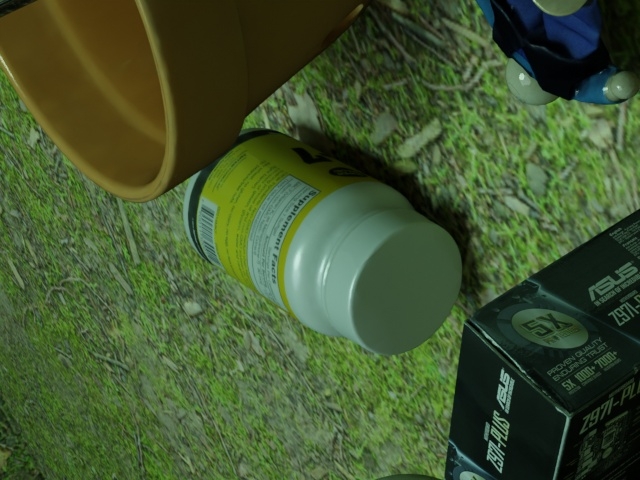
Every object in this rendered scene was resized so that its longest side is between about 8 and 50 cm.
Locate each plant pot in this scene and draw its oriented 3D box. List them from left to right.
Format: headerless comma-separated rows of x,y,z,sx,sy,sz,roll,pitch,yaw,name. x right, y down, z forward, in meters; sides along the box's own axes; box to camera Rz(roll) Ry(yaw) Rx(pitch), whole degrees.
-0.095,-0.197,1.000,0.291,0.203,0.291,45,152,31,plant pot

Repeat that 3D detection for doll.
0.114,-0.118,0.819,0.129,0.046,0.189,42,176,16,doll

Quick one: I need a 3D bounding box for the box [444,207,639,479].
0.161,0.068,0.830,0.077,0.180,0.147,44,152,31,box

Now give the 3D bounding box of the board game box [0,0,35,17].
-0.043,-0.251,0.628,0.141,0.291,0.232,57,157,10,board game box

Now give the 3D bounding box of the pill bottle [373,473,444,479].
0.152,0.279,1.033,0.392,0.224,0.224,4,121,61,pill bottle

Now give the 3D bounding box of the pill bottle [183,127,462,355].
0.000,0.000,1.140,0.208,0.119,0.119,30,142,48,pill bottle
